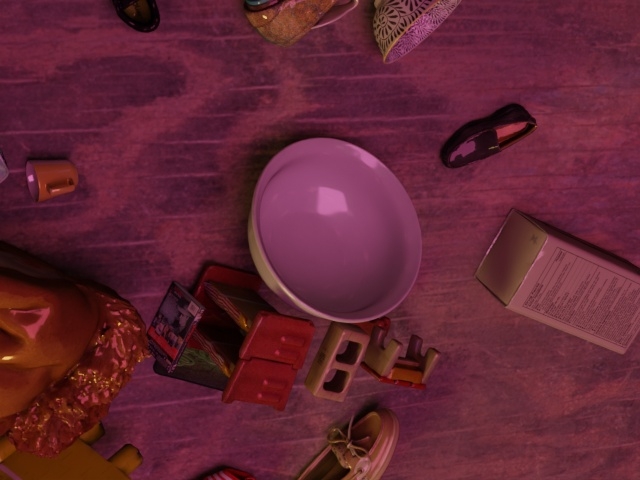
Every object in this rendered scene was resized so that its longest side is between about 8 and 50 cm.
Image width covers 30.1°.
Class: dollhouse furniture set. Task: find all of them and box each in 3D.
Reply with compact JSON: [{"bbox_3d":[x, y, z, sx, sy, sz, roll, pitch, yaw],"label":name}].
[{"bbox_3d":[-0.021,0.176,1.925,0.374,0.201,0.152,16,103,-35],"label":"dollhouse furniture set"}]

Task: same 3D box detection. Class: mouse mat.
[{"bbox_3d":[-0.167,0.177,1.974,0.190,0.007,0.152,19,104,-28],"label":"mouse mat"}]

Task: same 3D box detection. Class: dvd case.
[{"bbox_3d":[-0.233,0.137,1.881,0.013,0.087,0.119,14,107,-45],"label":"dvd case"}]

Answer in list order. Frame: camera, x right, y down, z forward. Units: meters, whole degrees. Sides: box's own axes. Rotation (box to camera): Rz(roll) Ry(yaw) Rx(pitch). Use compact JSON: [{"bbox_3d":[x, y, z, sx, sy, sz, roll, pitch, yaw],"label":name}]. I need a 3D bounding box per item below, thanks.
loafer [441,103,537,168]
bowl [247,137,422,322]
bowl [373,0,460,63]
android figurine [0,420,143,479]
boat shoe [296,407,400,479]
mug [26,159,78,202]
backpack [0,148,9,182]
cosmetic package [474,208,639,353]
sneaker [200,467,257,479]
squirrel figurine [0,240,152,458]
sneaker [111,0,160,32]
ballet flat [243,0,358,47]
[{"bbox_3d":[0.280,-0.169,1.976,0.170,0.061,0.062,-33,122,-6],"label":"loafer"},{"bbox_3d":[0.000,0.000,1.857,0.298,0.134,0.297,11,66,-27],"label":"bowl"},{"bbox_3d":[0.134,-0.353,1.800,0.170,0.170,0.080,-40,84,-2],"label":"bowl"},{"bbox_3d":[-0.408,0.378,1.821,0.273,0.248,0.056,-35,151,-43],"label":"android figurine"},{"bbox_3d":[0.031,0.408,2.105,0.089,0.104,0.285,32,98,-34],"label":"boat shoe"},{"bbox_3d":[-0.385,-0.085,1.727,0.064,0.078,0.062,-12,150,-28],"label":"mug"},{"bbox_3d":[-0.550,-0.158,1.562,0.225,0.191,0.253,-21,114,-12],"label":"backpack"},{"bbox_3d":[0.442,0.075,2.117,0.296,0.129,0.153,23,103,-30],"label":"cosmetic package"},{"bbox_3d":[-0.143,0.493,2.081,0.128,0.087,0.221,-28,122,-8],"label":"sneaker"},{"bbox_3d":[-0.452,0.213,1.697,0.397,0.281,0.370,21,94,-38],"label":"squirrel figurine"},{"bbox_3d":[-0.274,-0.354,1.648,0.063,0.075,0.170,-37,121,-4],"label":"sneaker"},{"bbox_3d":[0.048,-0.405,1.743,0.348,0.123,0.123,-36,122,1],"label":"ballet flat"}]
